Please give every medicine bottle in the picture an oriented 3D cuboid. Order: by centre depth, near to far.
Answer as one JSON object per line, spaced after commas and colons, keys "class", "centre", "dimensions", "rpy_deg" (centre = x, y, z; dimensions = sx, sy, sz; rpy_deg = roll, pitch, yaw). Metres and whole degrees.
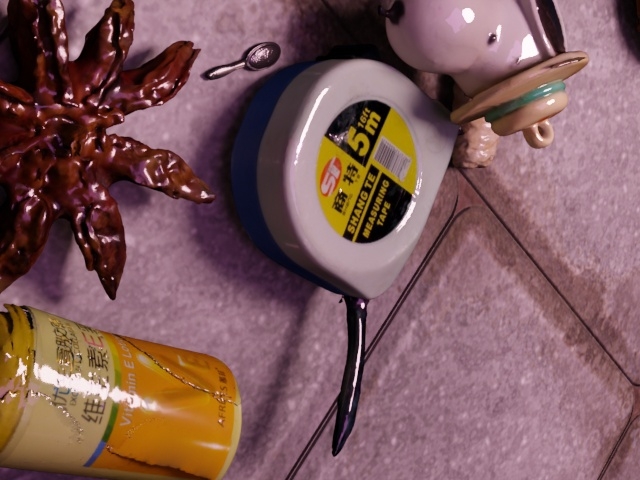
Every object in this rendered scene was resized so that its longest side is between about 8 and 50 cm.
{"class": "medicine bottle", "centre": [-0.183, 0.127, 0.782], "dimensions": [0.238, 0.124, 0.124], "rpy_deg": [21, 87, -40]}

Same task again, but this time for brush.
{"class": "brush", "centre": [-0.067, -0.158, 0.880], "dimensions": [0.083, 0.008, 0.024], "rpy_deg": [-26, 119, -32]}

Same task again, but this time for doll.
{"class": "doll", "centre": [0.162, -0.239, 0.920], "dimensions": [0.208, 0.144, 0.272], "rpy_deg": [31, 59, -26]}

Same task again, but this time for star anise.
{"class": "star anise", "centre": [-0.192, -0.085, 0.747], "dimensions": [0.288, 0.088, 0.288], "rpy_deg": [-9, 104, -39]}

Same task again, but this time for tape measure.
{"class": "tape measure", "centre": [0.000, 0.000, 0.904], "dimensions": [0.215, 0.097, 0.352], "rpy_deg": [32, 73, -40]}

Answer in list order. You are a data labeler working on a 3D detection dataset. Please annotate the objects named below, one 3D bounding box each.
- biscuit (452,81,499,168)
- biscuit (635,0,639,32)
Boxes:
{"class": "biscuit", "centre": [0.167, -0.182, 1.035], "dimensions": [0.061, 0.055, 0.219], "rpy_deg": [-10, 107, -48]}
{"class": "biscuit", "centre": [0.512, -0.393, 1.228], "dimensions": [0.366, 0.115, 0.268], "rpy_deg": [-31, 118, -31]}
